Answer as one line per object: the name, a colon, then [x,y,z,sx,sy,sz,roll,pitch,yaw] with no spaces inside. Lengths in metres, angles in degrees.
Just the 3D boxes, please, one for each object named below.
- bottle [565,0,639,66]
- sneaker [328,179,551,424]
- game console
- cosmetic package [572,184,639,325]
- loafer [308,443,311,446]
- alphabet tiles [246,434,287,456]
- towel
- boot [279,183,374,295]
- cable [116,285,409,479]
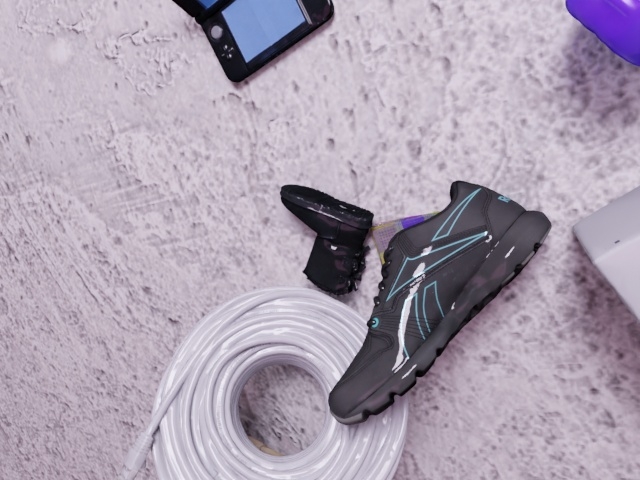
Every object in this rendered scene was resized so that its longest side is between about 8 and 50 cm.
bottle: [0.289,-0.241,0.277,0.092,0.118,0.283,52,133,15]
sneaker: [0.094,0.055,0.451,0.106,0.101,0.267,42,82,19]
game console: [-0.081,-0.248,0.472,0.144,0.085,0.124,-25,94,26]
cosmetic package: [0.361,0.029,0.343,0.224,0.138,0.224,-37,88,25]
loafer: [-0.054,0.385,0.623,0.095,0.109,0.302,22,114,19]
alphabet tiles: [-0.106,0.381,0.605,0.342,0.011,0.285,2,95,44]
towel: [0.099,0.004,0.510,0.083,0.009,0.060,-11,99,24]
boot: [0.000,0.000,0.532,0.121,0.045,0.099,23,118,18]
cable: [-0.042,0.178,0.497,0.257,0.089,0.257,15,65,6]
